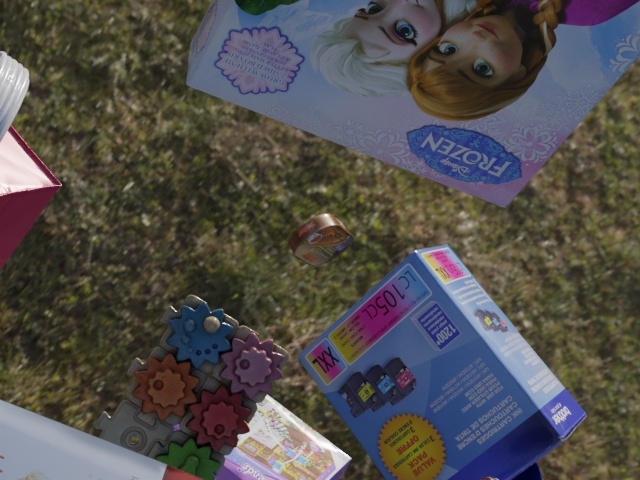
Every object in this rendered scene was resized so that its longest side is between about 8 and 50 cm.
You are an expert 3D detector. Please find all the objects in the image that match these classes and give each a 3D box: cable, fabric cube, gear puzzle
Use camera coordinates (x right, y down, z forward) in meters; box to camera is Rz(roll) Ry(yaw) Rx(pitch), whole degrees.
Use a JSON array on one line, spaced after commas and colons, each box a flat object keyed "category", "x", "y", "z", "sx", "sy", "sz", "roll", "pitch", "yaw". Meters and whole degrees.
[{"category": "cable", "x": -0.484, "y": -0.139, "z": 1.393, "sx": 0.089, "sy": 0.257, "sz": 0.257, "roll": 33, "pitch": 24, "yaw": -24}, {"category": "fabric cube", "x": -0.685, "y": -0.088, "z": 1.895, "sx": 0.254, "sy": 0.258, "sz": 0.259, "roll": 48, "pitch": 26, "yaw": 12}, {"category": "gear puzzle", "x": -0.191, "y": 0.246, "z": 1.332, "sx": 0.175, "sy": 0.044, "sz": 0.339, "roll": 33, "pitch": 84, "yaw": -10}]

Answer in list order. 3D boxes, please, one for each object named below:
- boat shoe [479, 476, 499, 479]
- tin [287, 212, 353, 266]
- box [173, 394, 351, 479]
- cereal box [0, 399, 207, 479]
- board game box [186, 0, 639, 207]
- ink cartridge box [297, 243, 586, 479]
[{"category": "boat shoe", "x": 0.163, "y": 0.334, "z": 1.260, "sx": 0.137, "sy": 0.049, "sz": 0.043, "roll": -47, "pitch": 119, "yaw": 4}, {"category": "tin", "x": 0.000, "y": 0.000, "z": 2.032, "sx": 0.040, "sy": 0.106, "sz": 0.190, "roll": 53, "pitch": 6, "yaw": 20}, {"category": "box", "x": -0.118, "y": 0.374, "z": 1.890, "sx": 0.293, "sy": 0.057, "sz": 0.201, "roll": 35, "pitch": 37, "yaw": 19}, {"category": "cereal box", "x": -0.178, "y": 0.173, "z": 0.552, "sx": 0.240, "sy": 0.047, "sz": 0.173, "roll": 24, "pitch": 49, "yaw": -14}, {"category": "board game box", "x": 0.099, "y": -0.195, "z": 0.823, "sx": 0.319, "sy": 0.318, "sz": 0.066, "roll": 19, "pitch": 43, "yaw": -18}, {"category": "ink cartridge box", "x": 0.194, "y": 0.239, "z": 1.536, "sx": 0.395, "sy": 0.270, "sz": 0.151, "roll": 51, "pitch": 26, "yaw": 13}]
